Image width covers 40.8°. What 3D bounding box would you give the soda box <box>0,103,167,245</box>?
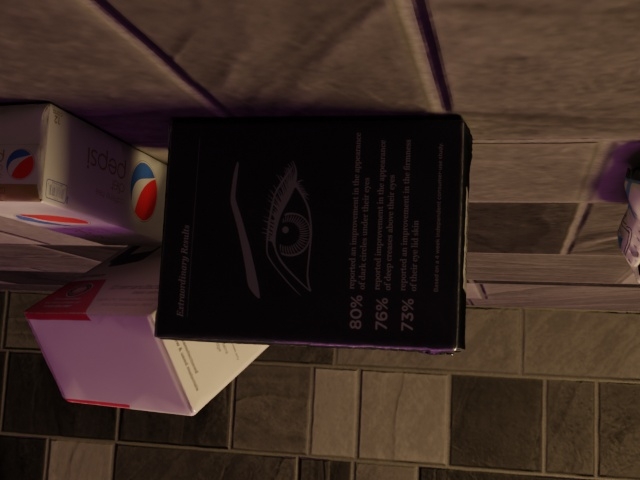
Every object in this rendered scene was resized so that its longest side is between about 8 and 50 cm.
[{"bbox_3d":[-0.185,-0.042,0.668,0.073,0.069,0.216,1,171,15],"label":"soda box"}]

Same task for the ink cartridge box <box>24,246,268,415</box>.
[{"bbox_3d":[-0.114,0.047,0.787,0.172,0.100,0.237,-3,-156,38],"label":"ink cartridge box"}]

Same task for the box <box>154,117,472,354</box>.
[{"bbox_3d":[0.000,0.000,0.608,0.207,0.153,0.108,2,173,12],"label":"box"}]

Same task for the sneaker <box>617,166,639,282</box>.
[{"bbox_3d":[0.282,-0.009,0.688,0.085,0.086,0.237,2,171,19],"label":"sneaker"}]
